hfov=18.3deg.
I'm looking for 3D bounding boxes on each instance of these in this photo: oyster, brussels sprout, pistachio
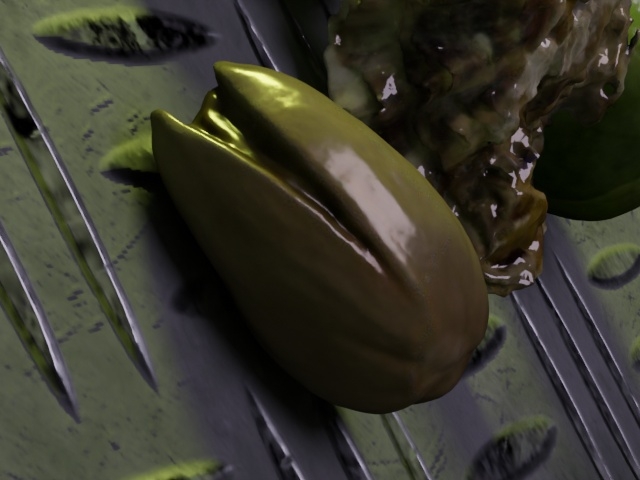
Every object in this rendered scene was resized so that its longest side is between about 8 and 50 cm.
[{"bbox_3d":[0.141,-0.147,1.345,0.238,0.351,0.115,43,-5,-29],"label":"oyster"},{"bbox_3d":[0.206,-0.137,1.581,0.219,0.210,0.271,33,21,-36],"label":"brussels sprout"},{"bbox_3d":[0.000,0.000,1.073,0.226,0.136,0.136,48,24,-12],"label":"pistachio"}]
